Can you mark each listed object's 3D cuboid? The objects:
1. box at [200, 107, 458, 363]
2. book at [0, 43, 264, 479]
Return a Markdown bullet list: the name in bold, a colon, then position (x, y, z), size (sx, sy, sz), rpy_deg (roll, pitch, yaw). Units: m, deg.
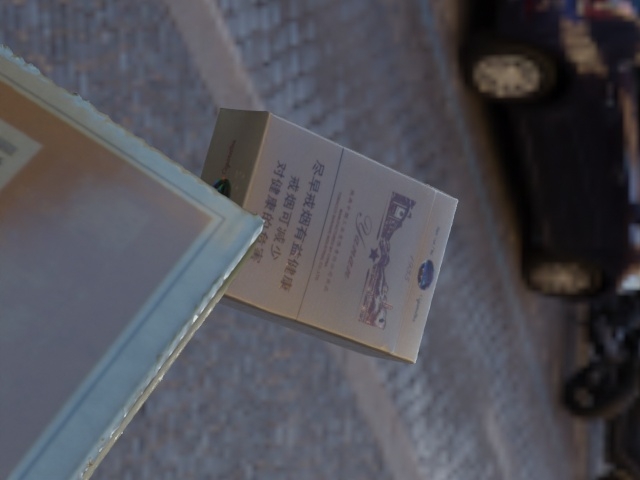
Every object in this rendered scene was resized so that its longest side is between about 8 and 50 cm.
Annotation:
- **box**: position (0.000, 0.000, 0.527), size (0.083, 0.024, 0.053), rpy_deg (24, 79, -44)
- **book**: position (-0.132, 0.023, 0.397), size (0.241, 0.170, 0.018), rpy_deg (-54, 176, -46)
